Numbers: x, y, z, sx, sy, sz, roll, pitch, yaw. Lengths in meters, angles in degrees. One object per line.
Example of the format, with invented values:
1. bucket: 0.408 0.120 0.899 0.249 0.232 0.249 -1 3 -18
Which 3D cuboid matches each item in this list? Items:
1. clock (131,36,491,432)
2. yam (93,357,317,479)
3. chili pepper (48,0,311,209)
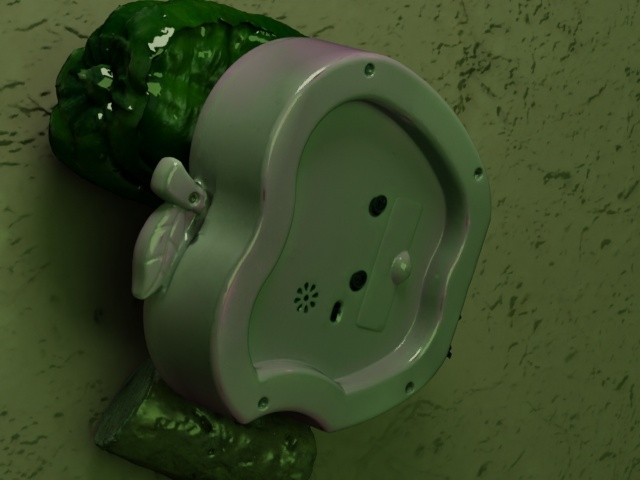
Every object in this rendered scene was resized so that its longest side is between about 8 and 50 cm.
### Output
1. clock: 0.000 0.000 1.103 0.338 0.102 0.338 -14 112 -39
2. yam: -0.106 0.175 1.174 0.194 0.107 0.107 26 73 -28
3. chili pepper: -0.076 -0.099 1.188 0.385 0.167 0.213 17 94 -43
